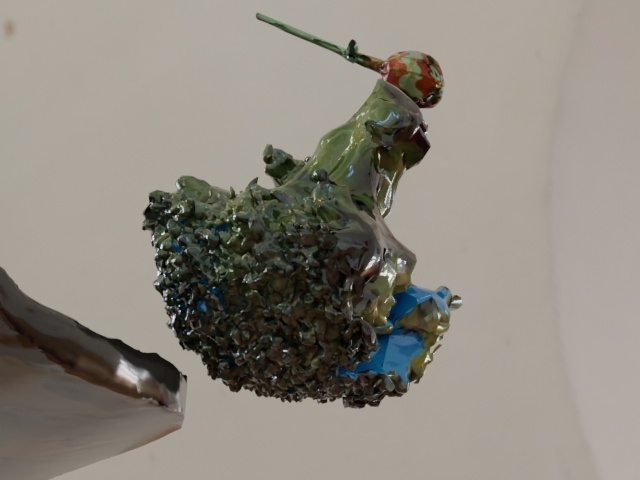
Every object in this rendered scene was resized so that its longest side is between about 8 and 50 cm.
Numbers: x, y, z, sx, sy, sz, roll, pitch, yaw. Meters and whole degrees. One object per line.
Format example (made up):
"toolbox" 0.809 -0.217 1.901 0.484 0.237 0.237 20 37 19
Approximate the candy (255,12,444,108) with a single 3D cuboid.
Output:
"candy" 0.023 -0.156 1.298 0.049 0.185 0.055 -55 -25 -20

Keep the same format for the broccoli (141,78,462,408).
"broccoli" 0.000 0.000 0.715 0.160 0.154 0.167 -53 -35 -4

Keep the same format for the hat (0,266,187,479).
"hat" -0.262 0.102 0.693 0.366 0.257 0.382 40 -24 -27
